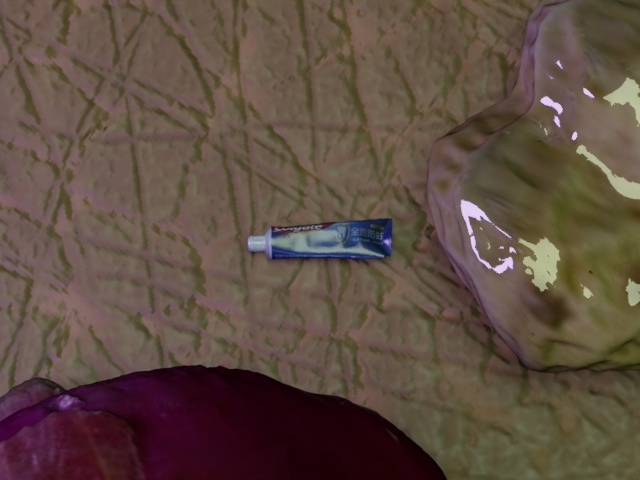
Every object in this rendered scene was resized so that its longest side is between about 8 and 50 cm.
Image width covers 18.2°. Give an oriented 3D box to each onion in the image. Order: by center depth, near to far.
[{"bbox_3d":[-0.089,0.192,0.986,0.347,0.348,0.385,-35,39,-5],"label":"onion"}]

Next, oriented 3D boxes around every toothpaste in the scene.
[{"bbox_3d":[0.000,0.000,1.139,0.083,0.019,0.027,-2,57,-1],"label":"toothpaste"}]

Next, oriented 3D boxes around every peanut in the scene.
[{"bbox_3d":[0.167,-0.034,1.098,0.196,0.110,0.233,40,83,1],"label":"peanut"}]
